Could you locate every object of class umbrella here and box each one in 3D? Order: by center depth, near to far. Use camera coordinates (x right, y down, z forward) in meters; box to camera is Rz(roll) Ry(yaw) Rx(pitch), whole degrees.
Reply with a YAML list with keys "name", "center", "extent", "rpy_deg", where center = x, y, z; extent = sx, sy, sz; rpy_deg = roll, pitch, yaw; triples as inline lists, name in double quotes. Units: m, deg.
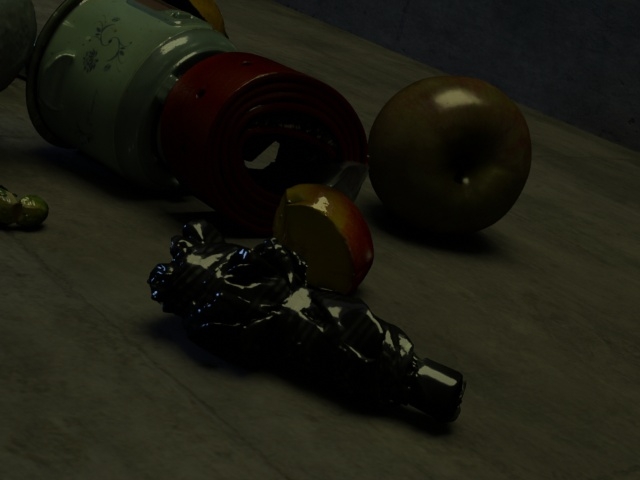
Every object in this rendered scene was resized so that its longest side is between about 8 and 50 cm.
- name: "umbrella"
  center: [-0.016, 0.084, 1.123]
  extent: [0.336, 0.128, 0.154]
  rpy_deg: [27, 19, 24]

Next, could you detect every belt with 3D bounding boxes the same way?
- name: "belt"
  center: [-0.068, -0.124, 1.541]
  extent: [0.115, 0.227, 0.324]
  rpy_deg: [33, 6, 42]

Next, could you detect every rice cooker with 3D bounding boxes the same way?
- name: "rice cooker"
  center: [-0.268, -0.224, 1.614]
  extent: [0.316, 0.264, 0.317]
  rpy_deg: [14, 22, -6]

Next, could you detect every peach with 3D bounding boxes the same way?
- name: "peach"
  center: [0.006, -0.005, 1.404]
  extent: [0.118, 0.151, 0.151]
  rpy_deg: [-8, 26, -23]

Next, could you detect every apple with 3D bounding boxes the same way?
- name: "apple"
  center: [0.195, -0.136, 1.740]
  extent: [0.256, 0.257, 0.234]
  rpy_deg: [11, 16, -12]

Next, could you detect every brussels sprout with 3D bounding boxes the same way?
- name: "brussels sprout"
  center: [-0.362, -0.039, 1.329]
  extent: [0.083, 0.046, 0.051]
  rpy_deg: [7, 26, -25]

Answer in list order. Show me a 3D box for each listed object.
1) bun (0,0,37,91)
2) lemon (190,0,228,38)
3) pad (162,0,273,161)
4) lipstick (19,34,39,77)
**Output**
- name: "bun"
  center: [-0.548, -0.249, 1.480]
  extent: [0.361, 0.211, 0.362]
  rpy_deg: [-6, 17, 2]
- name: "lemon"
  center: [-0.308, -0.450, 2.377]
  extent: [0.256, 0.188, 0.188]
  rpy_deg: [9, 18, -38]
- name: "pad"
  center: [-0.172, -0.309, 1.712]
  extent: [0.375, 0.063, 0.315]
  rpy_deg: [49, -22, -6]
- name: "lipstick"
  center: [-0.500, -0.325, 2.019]
  extent: [0.289, 0.077, 0.076]
  rpy_deg: [22, 20, 23]
